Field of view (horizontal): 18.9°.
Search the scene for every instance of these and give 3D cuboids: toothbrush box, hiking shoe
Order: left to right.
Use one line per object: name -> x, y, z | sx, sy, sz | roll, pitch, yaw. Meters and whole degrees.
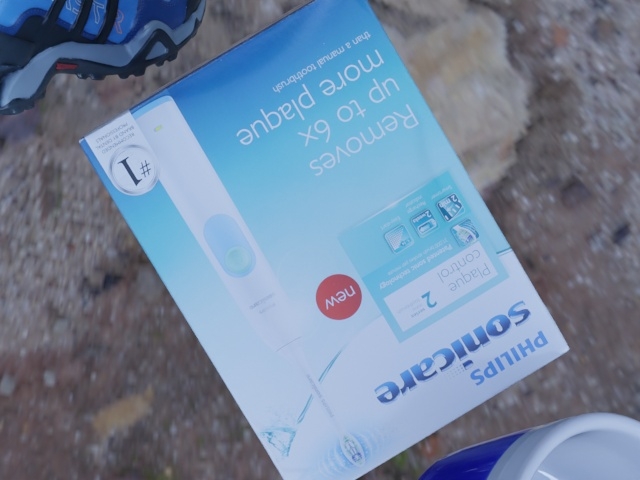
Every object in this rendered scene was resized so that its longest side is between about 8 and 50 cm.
hiking shoe -> -0.185, -0.185, 1.405 | 0.113, 0.304, 0.132 | 14, 117, 29
toothbrush box -> 0.000, 0.000, 1.330 | 0.216, 0.126, 0.295 | -30, 98, -1

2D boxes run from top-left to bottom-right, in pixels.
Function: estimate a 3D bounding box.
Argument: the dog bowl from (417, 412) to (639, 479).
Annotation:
dog bowl -> 0.160, 0.247, 1.209 | 0.104, 0.265, 0.265 | -20, 112, 42
